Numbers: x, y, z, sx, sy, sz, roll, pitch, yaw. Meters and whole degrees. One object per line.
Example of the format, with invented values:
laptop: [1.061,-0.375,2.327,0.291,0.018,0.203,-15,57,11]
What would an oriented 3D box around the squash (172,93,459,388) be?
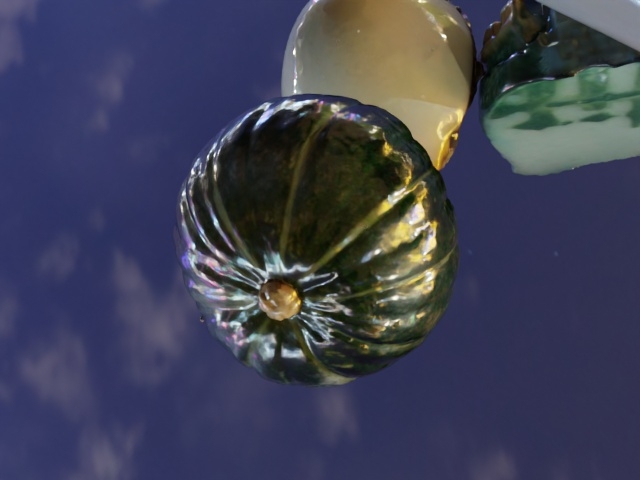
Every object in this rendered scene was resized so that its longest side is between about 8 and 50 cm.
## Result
squash: [-0.004,0.001,0.782,0.218,0.218,0.172,-19,-157,16]

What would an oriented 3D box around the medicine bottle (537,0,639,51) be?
medicine bottle: [0.265,-0.134,0.603,0.341,0.130,0.130,37,-96,32]

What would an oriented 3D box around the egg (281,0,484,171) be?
egg: [0.035,-0.166,1.240,0.264,0.174,0.286,28,-79,57]

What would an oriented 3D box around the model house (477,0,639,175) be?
model house: [0.304,-0.279,1.234,0.252,0.295,0.329,-5,-107,26]
